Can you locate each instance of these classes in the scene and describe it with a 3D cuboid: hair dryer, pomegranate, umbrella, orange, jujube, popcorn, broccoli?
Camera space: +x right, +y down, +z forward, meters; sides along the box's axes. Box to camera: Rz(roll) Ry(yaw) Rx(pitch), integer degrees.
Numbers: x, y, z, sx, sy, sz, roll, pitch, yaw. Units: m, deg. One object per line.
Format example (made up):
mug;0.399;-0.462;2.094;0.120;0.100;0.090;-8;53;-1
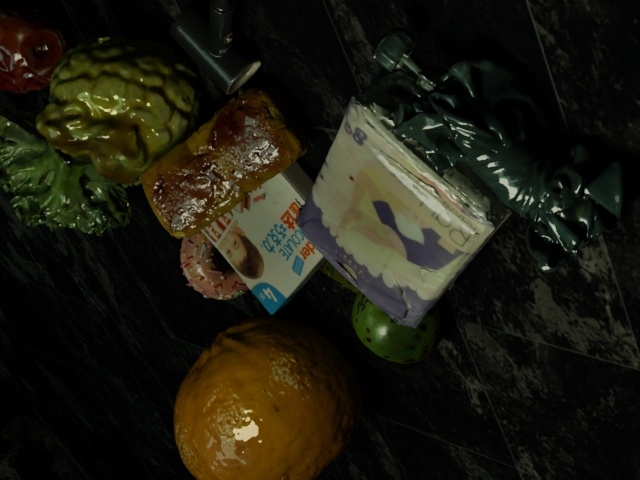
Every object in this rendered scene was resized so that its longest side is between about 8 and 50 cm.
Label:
hair dryer;-0.145;-0.300;1.657;0.128;0.070;0.255;45;166;7
pomegranate;0.113;0.114;1.826;0.143;0.122;0.169;36;152;26
umbrella;0.196;-0.119;1.395;0.349;0.143;0.094;45;175;9
orange;-0.102;0.291;2.135;0.293;0.340;0.340;52;152;-5
jujube;-0.548;-0.343;2.112;0.250;0.174;0.174;12;137;44
popcorn;-0.316;-0.200;1.888;0.206;0.251;0.237;17;137;54
broccoli;-0.460;-0.146;2.196;0.288;0.248;0.245;9;157;-26

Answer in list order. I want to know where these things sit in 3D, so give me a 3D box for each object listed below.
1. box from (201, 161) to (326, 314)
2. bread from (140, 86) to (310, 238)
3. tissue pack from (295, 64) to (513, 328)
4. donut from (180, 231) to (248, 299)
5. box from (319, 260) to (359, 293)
box;-0.098;-0.045;1.926;0.265;0.048;0.273;49;142;8
bread;-0.148;-0.117;1.797;0.271;0.077;0.139;-32;91;27
tissue pack;0.112;-0.053;1.605;0.242;0.125;0.344;44;150;9
donut;-0.193;0.043;2.176;0.166;0.117;0.065;53;157;-13
box;0.000;0.000;1.938;0.193;0.030;0.121;31;148;27
